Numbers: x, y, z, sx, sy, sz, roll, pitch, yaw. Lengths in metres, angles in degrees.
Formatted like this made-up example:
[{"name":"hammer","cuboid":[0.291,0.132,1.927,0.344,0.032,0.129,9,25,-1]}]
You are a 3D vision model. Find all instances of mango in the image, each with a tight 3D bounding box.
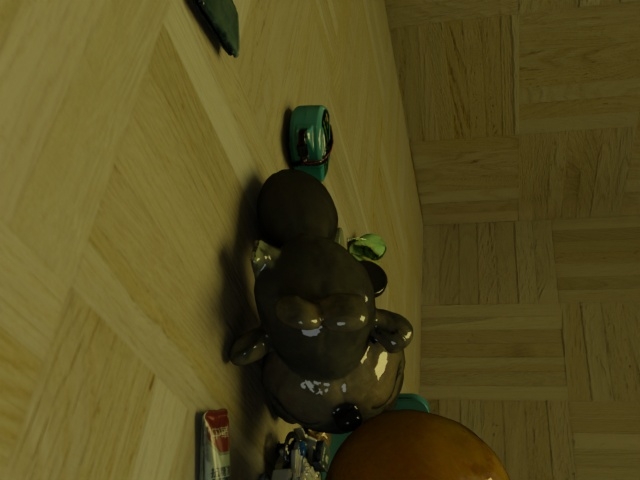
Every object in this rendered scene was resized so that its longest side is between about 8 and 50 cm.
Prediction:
[{"name":"mango","cuboid":[0.114,0.424,0.958,0.300,0.232,0.445,55,-36,41]}]

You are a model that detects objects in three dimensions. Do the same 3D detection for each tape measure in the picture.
[{"name":"tape measure","cuboid":[-0.016,-0.189,1.333,0.146,0.081,0.125,-78,164,-46]}]

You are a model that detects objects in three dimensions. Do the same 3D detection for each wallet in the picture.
[{"name":"wallet","cuboid":[-0.141,-0.316,0.952,0.129,0.026,0.088,54,32,-65]}]

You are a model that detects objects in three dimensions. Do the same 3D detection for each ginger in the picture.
[{"name":"ginger","cuboid":[-0.014,0.327,1.330,0.069,0.051,0.173,-83,160,-54]}]

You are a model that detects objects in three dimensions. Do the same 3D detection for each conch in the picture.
[{"name":"conch","cuboid":[0.117,0.035,1.878,0.170,0.079,0.105,-4,85,-61]}]

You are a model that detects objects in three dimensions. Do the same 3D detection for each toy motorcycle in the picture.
[{"name":"toy motorcycle","cuboid":[-0.036,0.413,1.111,0.221,0.102,0.150,-79,149,-43]}]

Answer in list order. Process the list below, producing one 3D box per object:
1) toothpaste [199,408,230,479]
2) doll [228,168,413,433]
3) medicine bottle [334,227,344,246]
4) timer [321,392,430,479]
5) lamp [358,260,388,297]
[{"name":"toothpaste","cuboid":[-0.130,0.328,0.867,0.062,0.039,0.239,28,58,-66]},{"name":"doll","cuboid":[0.020,0.110,1.100,0.382,0.253,0.378,82,13,-48]},{"name":"medicine bottle","cuboid":[0.000,0.000,1.356,0.047,0.083,0.047,-2,90,-76]},{"name":"timer","cuboid":[0.115,0.419,1.452,0.091,0.232,0.249,-56,143,-70]},{"name":"lamp","cuboid":[0.140,0.196,1.847,0.371,0.109,0.130,74,18,-45]}]
